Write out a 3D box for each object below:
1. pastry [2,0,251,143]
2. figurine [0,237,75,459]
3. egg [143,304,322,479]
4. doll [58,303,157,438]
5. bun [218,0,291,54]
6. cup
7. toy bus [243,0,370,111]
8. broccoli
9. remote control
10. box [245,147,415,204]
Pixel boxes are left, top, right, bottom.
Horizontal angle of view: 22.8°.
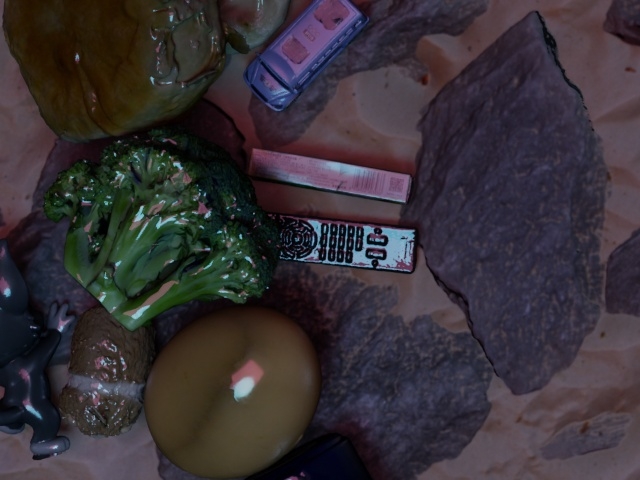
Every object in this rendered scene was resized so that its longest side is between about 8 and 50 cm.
[{"bbox_3d":[-0.250,-0.271,1.891,0.330,0.136,0.329,11,107,39],"label":"pastry"},{"bbox_3d":[-0.410,0.153,1.985,0.193,0.140,0.265,-20,76,24],"label":"figurine"},{"bbox_3d":[-0.100,0.176,1.905,0.201,0.201,0.244,44,135,2],"label":"egg"},{"bbox_3d":[-0.259,0.139,1.973,0.105,0.115,0.221,15,66,-13],"label":"doll"},{"bbox_3d":[-0.125,-0.315,1.937,0.183,0.102,0.183,1,95,9],"label":"bun"},{"bbox_3d":[-0.016,0.397,1.914,0.255,0.178,0.256,-29,88,-20],"label":"cup"},{"bbox_3d":[-0.022,-0.237,1.942,0.073,0.076,0.167,45,97,2],"label":"toy bus"},{"bbox_3d":[-0.185,-0.005,1.877,0.294,0.265,0.245,31,64,33],"label":"broccoli"},{"bbox_3d":[0.000,0.000,1.980,0.245,0.025,0.063,7,95,6],"label":"remote control"},{"bbox_3d":[0.012,-0.080,1.961,0.207,0.050,0.041,9,91,6],"label":"box"}]
